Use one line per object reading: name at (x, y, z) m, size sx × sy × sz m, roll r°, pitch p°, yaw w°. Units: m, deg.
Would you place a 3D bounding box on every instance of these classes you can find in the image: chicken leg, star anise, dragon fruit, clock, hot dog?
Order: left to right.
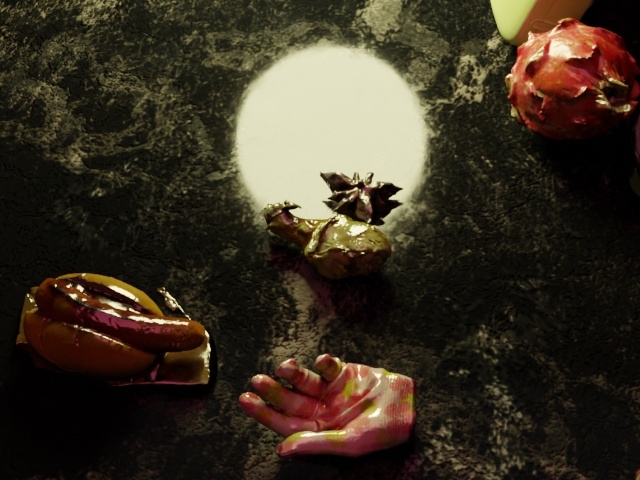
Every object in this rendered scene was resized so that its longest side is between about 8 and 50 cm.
hot dog at (-0.312, 0.118, 1.549) m, size 0.326 × 0.107 × 0.194 m, roll 3°, pitch 53°, yaw 5°
chicken leg at (0.000, 0.000, 1.631) m, size 0.228 × 0.088 × 0.103 m, roll 18°, pitch 72°, yaw 15°
star anise at (0.053, -0.081, 1.703) m, size 0.129 × 0.056 × 0.124 m, roll 28°, pitch 48°, yaw 19°
clock at (0.418, -0.542, 1.899) m, size 0.117 × 0.286 × 0.348 m, roll 13°, pitch 46°, yaw -16°
dragon fruit at (0.418, -0.257, 1.696) m, size 0.205 × 0.210 × 0.268 m, roll -19°, pitch 23°, yaw -9°

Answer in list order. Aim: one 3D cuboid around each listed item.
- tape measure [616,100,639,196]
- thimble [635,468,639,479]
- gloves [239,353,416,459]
tape measure at (0.575, -0.128, 1.675) m, size 0.235 × 0.115 × 0.207 m, roll 21°, pitch 52°, yaw 23°
thimble at (0.551, 0.345, 1.186) m, size 0.350 × 0.350 × 0.230 m, roll -6°, pitch 58°, yaw -1°
gloves at (0.010, 0.233, 1.436) m, size 0.241 × 0.126 × 0.145 m, roll 4°, pitch 80°, yaw 3°
